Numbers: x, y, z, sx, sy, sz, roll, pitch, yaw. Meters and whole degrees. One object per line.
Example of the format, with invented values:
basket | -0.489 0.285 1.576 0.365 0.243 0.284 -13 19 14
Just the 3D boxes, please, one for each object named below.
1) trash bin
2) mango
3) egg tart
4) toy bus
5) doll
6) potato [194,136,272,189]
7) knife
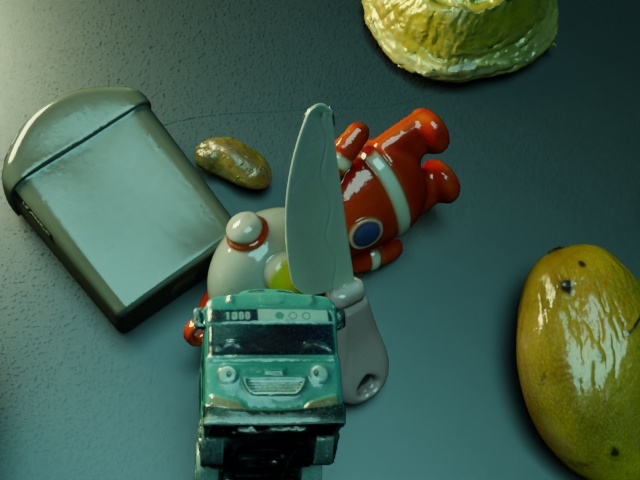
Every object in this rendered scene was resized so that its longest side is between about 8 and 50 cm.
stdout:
trash bin | -0.215 -0.043 1.104 0.176 0.101 0.236 -35 80 -21
mango | 0.285 0.127 1.095 0.157 0.109 0.262 -6 71 -14
egg tart | 0.171 -0.296 1.260 0.252 0.098 0.232 15 64 2
toy bus | -0.053 0.143 0.965 0.128 0.256 0.147 0 66 -8
doll | 0.000 0.000 1.071 0.336 0.200 0.105 -35 48 -15
potato | -0.095 -0.088 1.164 0.092 0.045 0.046 23 103 4
knife | 0.005 0.025 1.006 0.081 0.336 0.043 -29 36 -22
